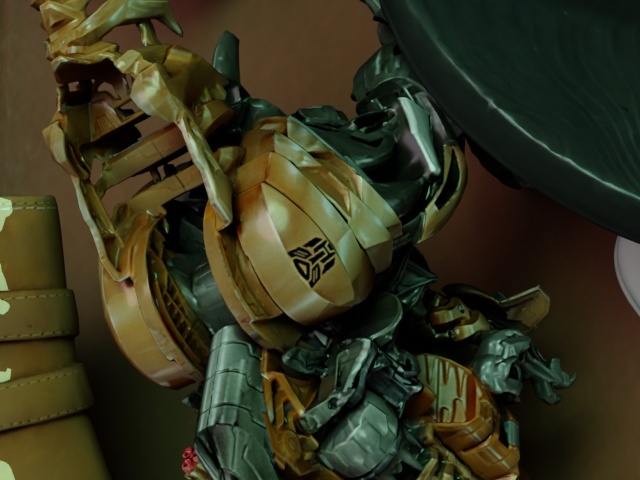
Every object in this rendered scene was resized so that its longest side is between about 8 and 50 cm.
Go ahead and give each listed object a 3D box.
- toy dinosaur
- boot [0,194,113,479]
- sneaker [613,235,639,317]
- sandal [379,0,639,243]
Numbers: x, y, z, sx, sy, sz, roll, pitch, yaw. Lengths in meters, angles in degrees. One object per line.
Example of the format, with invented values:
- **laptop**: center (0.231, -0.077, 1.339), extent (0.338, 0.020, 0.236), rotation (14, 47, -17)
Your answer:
- **toy dinosaur**: center (0.000, 0.000, 0.566), extent (0.164, 0.218, 0.321), rotation (-4, 114, 22)
- **boot**: center (-0.104, 0.093, 0.654), extent (0.283, 0.109, 0.220), rotation (3, 86, 26)
- **sneaker**: center (0.163, 0.032, 0.517), extent (0.212, 0.094, 0.080), rotation (37, 100, 40)
- **sandal**: center (0.084, -0.191, 0.586), extent (0.168, 0.107, 0.445), rotation (-8, 58, -8)
